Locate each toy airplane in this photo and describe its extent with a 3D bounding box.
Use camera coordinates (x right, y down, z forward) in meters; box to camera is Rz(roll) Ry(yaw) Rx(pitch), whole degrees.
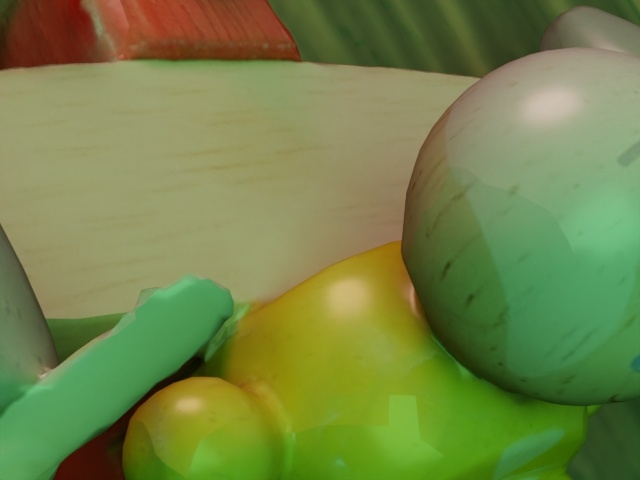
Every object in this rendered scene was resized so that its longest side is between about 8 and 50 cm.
[{"bbox_3d":[0.000,0.000,0.538,0.384,0.272,0.386,43,49,-21],"label":"toy airplane"}]
